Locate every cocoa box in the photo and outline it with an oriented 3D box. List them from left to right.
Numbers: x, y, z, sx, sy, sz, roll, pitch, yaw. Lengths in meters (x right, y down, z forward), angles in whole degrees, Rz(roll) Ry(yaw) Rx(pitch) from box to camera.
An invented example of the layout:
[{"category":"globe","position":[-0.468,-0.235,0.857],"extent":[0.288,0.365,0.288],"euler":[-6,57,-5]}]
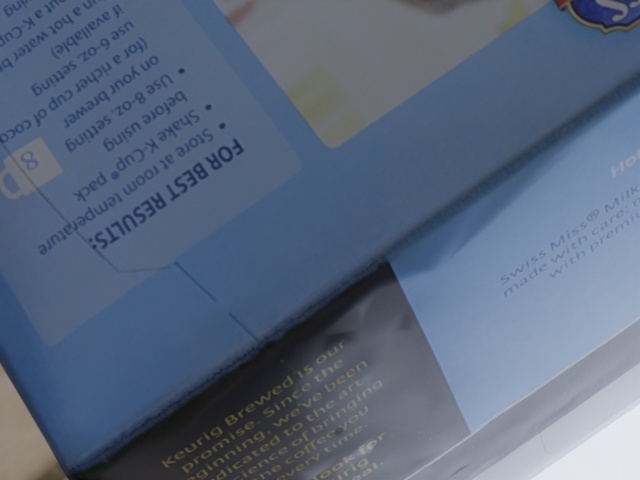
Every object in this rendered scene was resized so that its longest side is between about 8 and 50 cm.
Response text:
[{"category":"cocoa box","position":[0.041,-0.065,0.564],"extent":[0.231,0.347,0.228],"euler":[53,-4,29]}]
